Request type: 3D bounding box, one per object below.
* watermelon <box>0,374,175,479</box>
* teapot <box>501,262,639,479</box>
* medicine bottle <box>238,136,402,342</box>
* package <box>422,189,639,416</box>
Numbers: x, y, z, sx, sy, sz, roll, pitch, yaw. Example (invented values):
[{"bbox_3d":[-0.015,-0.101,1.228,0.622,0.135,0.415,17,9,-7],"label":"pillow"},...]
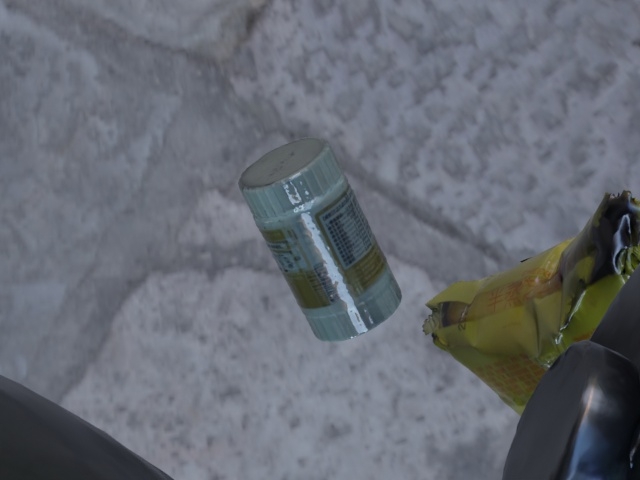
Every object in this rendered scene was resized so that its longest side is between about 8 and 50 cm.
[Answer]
[{"bbox_3d":[-0.119,0.169,0.380,0.359,0.279,0.279,45,104,1],"label":"watermelon"},{"bbox_3d":[0.213,0.107,0.498,0.337,0.270,0.200,24,114,-9],"label":"teapot"},{"bbox_3d":[0.000,0.000,0.727,0.047,0.047,0.083,-25,112,4],"label":"medicine bottle"},{"bbox_3d":[0.161,0.056,0.898,0.168,0.090,0.226,39,149,-11],"label":"package"}]
